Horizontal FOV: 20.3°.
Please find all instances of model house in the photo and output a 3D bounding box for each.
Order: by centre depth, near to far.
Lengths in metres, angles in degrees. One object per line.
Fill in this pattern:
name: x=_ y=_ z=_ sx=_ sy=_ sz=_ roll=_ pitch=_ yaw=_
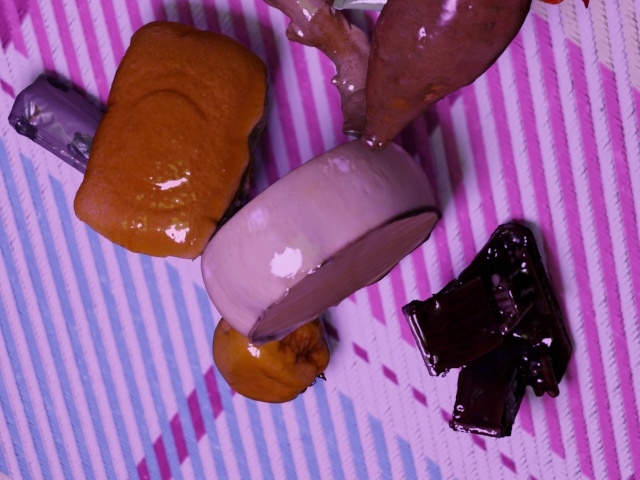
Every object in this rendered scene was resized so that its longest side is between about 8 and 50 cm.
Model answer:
model house: x=0.178 y=0.111 z=1.878 sx=0.141 sy=0.164 sz=0.203 roll=-19 pitch=108 yaw=30

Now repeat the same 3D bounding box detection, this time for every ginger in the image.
ginger: x=-0.008 y=-0.231 z=1.842 sx=0.089 sy=0.075 sz=0.288 roll=-22 pitch=101 yaw=16

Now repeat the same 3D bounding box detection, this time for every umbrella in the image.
umbrella: x=-0.192 y=-0.068 z=1.973 sx=0.337 sy=0.073 sz=0.067 roll=33 pitch=138 yaw=1

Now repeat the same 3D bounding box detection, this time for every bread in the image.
bread: x=-0.150 y=-0.102 z=1.876 sx=0.174 sy=0.121 sz=0.245 roll=21 pitch=91 yaw=7

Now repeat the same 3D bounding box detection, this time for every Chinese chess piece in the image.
Chinese chess piece: x=0.000 y=0.000 z=1.834 sx=0.257 sy=0.257 sz=0.104 roll=-42 pitch=76 yaw=28

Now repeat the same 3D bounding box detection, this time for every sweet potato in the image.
sweet potato: x=0.121 y=-0.207 z=1.655 sx=0.131 sy=0.131 sz=0.336 roll=26 pitch=127 yaw=6

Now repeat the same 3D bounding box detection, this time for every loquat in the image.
loquat: x=-0.053 y=0.119 z=1.988 sx=0.137 sy=0.113 sz=0.137 roll=-2 pitch=120 yaw=-4

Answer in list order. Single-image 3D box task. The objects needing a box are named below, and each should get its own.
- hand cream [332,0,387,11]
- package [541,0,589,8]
hand cream: x=0.108 y=-0.259 z=1.800 sx=0.175 sy=0.046 sz=0.095 roll=15 pitch=85 yaw=14
package: x=0.096 y=-0.376 z=1.712 sx=0.424 sy=0.123 sz=0.196 roll=20 pitch=118 yaw=9
